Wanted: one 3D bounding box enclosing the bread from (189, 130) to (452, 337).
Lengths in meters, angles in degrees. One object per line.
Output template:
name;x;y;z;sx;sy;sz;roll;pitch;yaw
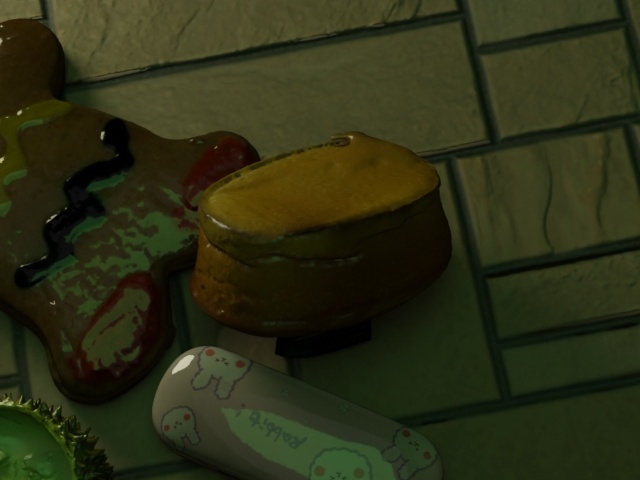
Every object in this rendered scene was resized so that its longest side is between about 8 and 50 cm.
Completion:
bread;0.000;0.000;1.801;0.269;0.143;0.195;-17;34;-25

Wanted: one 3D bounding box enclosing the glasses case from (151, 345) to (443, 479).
glasses case;-0.023;0.199;1.793;0.296;0.075;0.113;21;74;11

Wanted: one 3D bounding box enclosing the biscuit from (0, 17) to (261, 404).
biscuit;-0.296;-0.030;1.895;0.394;0.076;0.368;30;73;13

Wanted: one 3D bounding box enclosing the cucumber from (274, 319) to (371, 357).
cucumber;0.001;0.090;1.849;0.105;0.048;0.048;-17;70;-1

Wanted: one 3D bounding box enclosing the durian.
durian;-0.289;0.268;1.731;0.200;0.176;0.237;3;75;-6
